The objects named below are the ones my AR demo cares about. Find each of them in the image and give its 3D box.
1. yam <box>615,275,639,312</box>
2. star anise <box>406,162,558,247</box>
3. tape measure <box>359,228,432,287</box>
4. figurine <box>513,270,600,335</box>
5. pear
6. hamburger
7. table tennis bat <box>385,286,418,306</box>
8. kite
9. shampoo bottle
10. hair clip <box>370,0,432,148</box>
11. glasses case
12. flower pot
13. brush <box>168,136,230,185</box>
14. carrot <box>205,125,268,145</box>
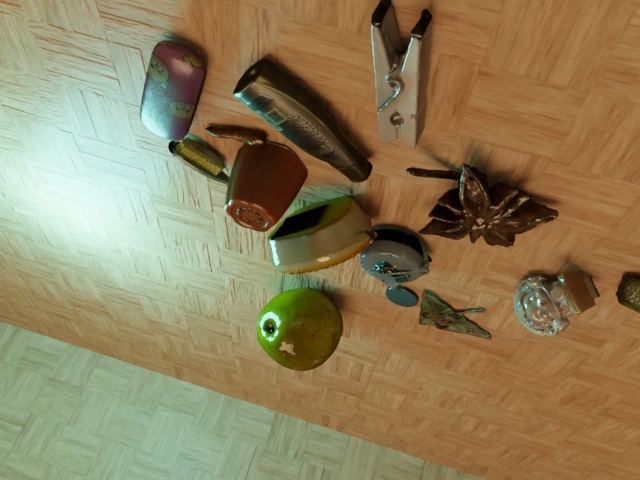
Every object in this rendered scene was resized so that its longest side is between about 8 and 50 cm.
[{"bbox_3d":[0.847,0.155,1.592,0.259,0.106,0.106,11,149,13],"label":"yam"},{"bbox_3d":[0.351,-0.078,1.500,0.349,0.109,0.293,7,142,2],"label":"star anise"},{"bbox_3d":[0.193,0.048,1.794,0.180,0.107,0.182,26,152,-24],"label":"tape measure"},{"bbox_3d":[0.581,0.161,1.708,0.141,0.163,0.236,-14,168,-32],"label":"figurine"},{"bbox_3d":[-0.070,0.286,2.173,0.294,0.294,0.294,15,149,9],"label":"pear"},{"bbox_3d":[0.000,0.000,1.720,0.295,0.227,0.152,-6,118,42],"label":"hamburger"},{"bbox_3d":[0.242,0.161,2.033,0.100,0.019,0.155,1,147,29],"label":"table tennis bat"},{"bbox_3d":[0.401,0.237,2.067,0.322,0.013,0.267,32,149,-24],"label":"kite"},{"bbox_3d":[-0.025,-0.248,1.465,0.350,0.084,0.125,36,149,-26],"label":"shampoo bottle"},{"bbox_3d":[0.152,-0.300,1.275,0.101,0.085,0.331,14,151,14],"label":"hair clip"},{"bbox_3d":[-0.338,-0.331,1.522,0.123,0.076,0.316,25,149,-8],"label":"glasses case"},{"bbox_3d":[-0.144,-0.124,1.651,0.190,0.173,0.191,14,151,8],"label":"flower pot"},{"bbox_3d":[-0.256,-0.184,1.740,0.296,0.068,0.060,33,126,-28],"label":"brush"},{"bbox_3d":[-0.203,-0.255,1.608,0.164,0.036,0.036,14,149,14],"label":"carrot"}]
